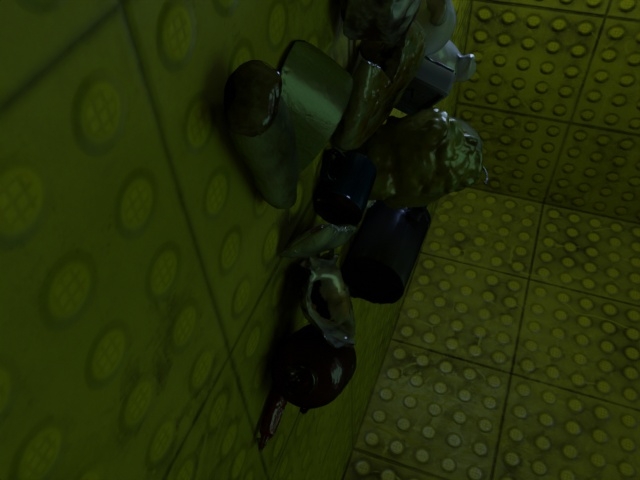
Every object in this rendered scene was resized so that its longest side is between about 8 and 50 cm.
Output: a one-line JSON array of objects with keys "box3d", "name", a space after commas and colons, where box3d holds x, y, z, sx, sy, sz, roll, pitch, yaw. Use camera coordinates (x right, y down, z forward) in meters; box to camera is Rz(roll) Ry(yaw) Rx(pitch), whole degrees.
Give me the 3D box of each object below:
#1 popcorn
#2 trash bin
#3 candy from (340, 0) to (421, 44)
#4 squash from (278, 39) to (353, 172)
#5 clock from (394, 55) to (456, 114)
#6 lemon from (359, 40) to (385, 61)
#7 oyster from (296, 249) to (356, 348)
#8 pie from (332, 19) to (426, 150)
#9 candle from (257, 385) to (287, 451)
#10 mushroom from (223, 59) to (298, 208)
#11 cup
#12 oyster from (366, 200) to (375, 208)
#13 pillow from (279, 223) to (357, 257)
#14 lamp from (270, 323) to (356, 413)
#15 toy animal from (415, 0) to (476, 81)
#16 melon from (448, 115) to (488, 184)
[{"box3d": [0.253, -0.195, 1.601, 0.292, 0.294, 0.334, -56, 147, 6], "name": "popcorn"}, {"box3d": [0.201, 0.019, 1.844, 0.252, 0.203, 0.301, -37, -160, 50], "name": "trash bin"}, {"box3d": [0.132, -0.530, 1.177, 0.214, 0.157, 0.289, -11, 114, -78], "name": "candy"}, {"box3d": [-0.030, -0.268, 1.103, 0.204, 0.155, 0.236, -25, -137, 60], "name": "squash"}, {"box3d": [0.248, -0.410, 1.604, 0.073, 0.145, 0.193, -71, -166, -14], "name": "clock"}, {"box3d": [0.121, -0.444, 1.397, 0.083, 0.062, 0.062, -54, 154, -61], "name": "lemon"}, {"box3d": [0.008, 0.128, 1.372, 0.271, 0.101, 0.275, 46, 29, -66], "name": "oyster"}, {"box3d": [0.135, -0.345, 1.384, 0.337, 0.075, 0.337, -52, 166, -18], "name": "pie"}, {"box3d": [-0.114, 0.399, 1.379, 0.053, 0.048, 0.162, 44, 55, -39], "name": "candle"}, {"box3d": [-0.079, -0.146, 0.914, 0.333, 0.087, 0.107, 70, 41, -71], "name": "mushroom"}, {"box3d": [0.059, -0.129, 1.366, 0.150, 0.114, 0.138, 86, 22, -54], "name": "cup"}, {"box3d": [0.128, -0.130, 1.765, 0.106, 0.061, 0.200, -59, 163, 5], "name": "oyster"}, {"box3d": [0.000, 0.000, 1.282, 0.050, 0.128, 0.229, 63, 14, 6], "name": "pillow"}, {"box3d": [-0.015, 0.286, 1.363, 0.258, 0.180, 0.180, -24, 127, -72], "name": "lamp"}, {"box3d": [0.302, -0.554, 1.605, 0.367, 0.241, 0.196, 74, 31, -62], "name": "toy animal"}, {"box3d": [0.431, -0.320, 2.153, 0.272, 0.308, 0.271, -163, -90, -71], "name": "melon"}]
